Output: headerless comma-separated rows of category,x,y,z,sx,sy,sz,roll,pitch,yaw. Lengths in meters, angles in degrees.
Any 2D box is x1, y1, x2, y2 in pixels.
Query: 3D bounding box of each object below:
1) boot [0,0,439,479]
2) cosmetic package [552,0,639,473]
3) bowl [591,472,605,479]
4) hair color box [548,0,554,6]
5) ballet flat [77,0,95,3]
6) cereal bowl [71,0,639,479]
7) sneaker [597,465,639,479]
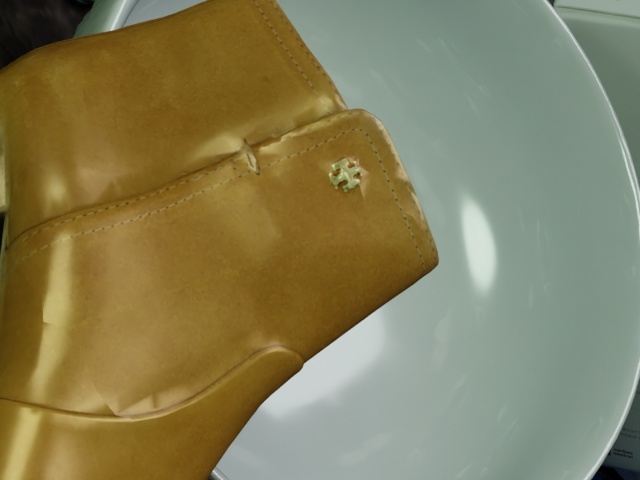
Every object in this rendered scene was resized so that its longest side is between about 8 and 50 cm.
boot,-0.045,0.053,0.650,0.104,0.211,0.295,127,-59,-75
cosmetic package,0.231,-0.038,1.059,0.365,0.155,0.197,85,23,-43
bowl,0.197,0.335,1.126,0.391,0.077,0.391,51,23,-32
hair color box,0.096,-0.079,1.056,0.185,0.113,0.374,-21,119,-70
ballet flat,-0.128,-0.232,1.011,0.072,0.068,0.213,44,29,-44
cereal bowl,0.000,0.000,0.852,0.339,0.141,0.339,10,72,-32
sneaker,0.282,0.172,1.321,0.236,0.130,0.323,46,-1,45
